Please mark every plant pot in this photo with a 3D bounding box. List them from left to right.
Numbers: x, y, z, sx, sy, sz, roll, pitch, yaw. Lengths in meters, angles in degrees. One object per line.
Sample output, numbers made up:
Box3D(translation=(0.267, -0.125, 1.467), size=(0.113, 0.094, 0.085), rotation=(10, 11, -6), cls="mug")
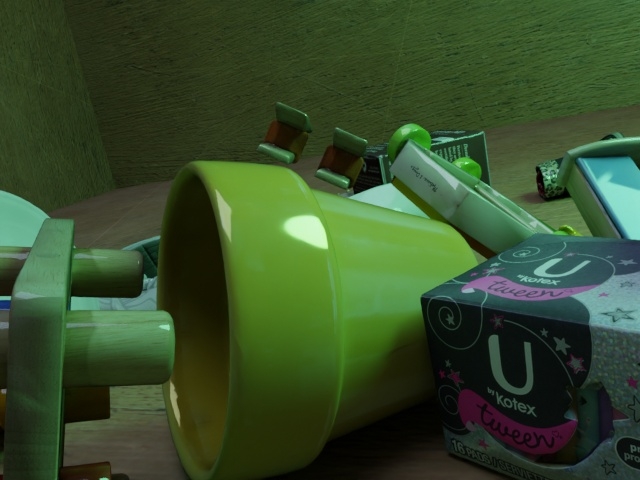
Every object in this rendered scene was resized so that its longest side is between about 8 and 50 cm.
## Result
Box3D(translation=(-0.001, 0.063, 0.559), size=(0.239, 0.254, 0.254), rotation=(0, 7, -26), cls="plant pot")

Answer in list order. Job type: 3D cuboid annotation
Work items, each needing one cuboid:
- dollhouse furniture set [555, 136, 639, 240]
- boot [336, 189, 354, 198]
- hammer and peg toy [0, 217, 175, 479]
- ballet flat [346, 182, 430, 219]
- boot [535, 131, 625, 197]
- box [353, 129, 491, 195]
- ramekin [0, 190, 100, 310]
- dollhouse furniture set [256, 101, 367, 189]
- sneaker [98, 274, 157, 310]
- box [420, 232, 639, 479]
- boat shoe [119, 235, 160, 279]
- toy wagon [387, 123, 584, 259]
Box3D(translation=(0.383, -0.104, 0.533), size=(0.286, 0.303, 0.198), rotation=(-5, 48, -5), cls="dollhouse furniture set")
Box3D(translation=(-0.005, -0.059, 1.313), size=(0.165, 0.077, 0.213), rotation=(-19, 20, -26), cls="boot")
Box3D(translation=(-0.149, 0.126, 0.346), size=(0.127, 0.265, 0.361), rotation=(3, 7, -20), cls="hammer and peg toy")
Box3D(translation=(0.014, 0.021, 0.965), size=(0.400, 0.139, 0.139), rotation=(-15, 13, 6), cls="ballet flat")
Box3D(translation=(0.512, -0.148, 1.265), size=(0.179, 0.085, 0.236), rotation=(-11, 14, 13), cls="boot")
Box3D(translation=(0.179, -0.100, 1.173), size=(0.203, 0.167, 0.168), rotation=(-16, 14, -15), cls="box")
Box3D(translation=(-0.386, 0.088, 0.730), size=(0.127, 0.272, 0.273), rotation=(-21, 11, 15), cls="ramekin")
Box3D(translation=(0.000, 0.000, 0.811), size=(0.259, 0.262, 0.135), rotation=(24, 3, 3), cls="dollhouse furniture set")
Box3D(translation=(-0.246, 0.107, 0.884), size=(0.292, 0.110, 0.118), rotation=(11, 51, 45), cls="sneaker")
Box3D(translation=(0.218, 0.086, 0.438), size=(0.163, 0.142, 0.247), rotation=(-22, 16, -36), cls="box")
Box3D(translation=(-0.301, 0.058, 1.068), size=(0.320, 0.118, 0.103), rotation=(-21, 17, -5), cls="boat shoe")
Box3D(translation=(0.232, -0.019, 0.776), size=(0.344, 0.068, 0.267), rotation=(21, 20, -42), cls="toy wagon")
